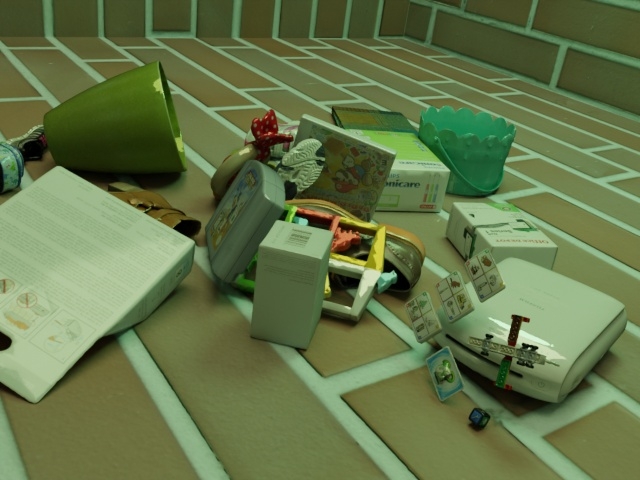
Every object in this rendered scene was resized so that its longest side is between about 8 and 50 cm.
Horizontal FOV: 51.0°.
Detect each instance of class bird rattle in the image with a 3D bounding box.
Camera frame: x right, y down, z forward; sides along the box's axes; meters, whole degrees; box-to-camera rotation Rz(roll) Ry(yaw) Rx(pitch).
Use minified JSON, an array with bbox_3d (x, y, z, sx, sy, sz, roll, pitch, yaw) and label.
[{"bbox_3d":[-0.163,-0.175,1.566,0.207,0.253,0.143,-40,91,-22],"label":"bird rattle"}]

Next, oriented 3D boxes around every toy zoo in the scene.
[{"bbox_3d":[0.001,0.037,1.257,0.293,0.030,0.192,13,63,13],"label":"toy zoo"}]

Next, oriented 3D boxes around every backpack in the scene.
[{"bbox_3d":[-0.714,-0.167,1.499,0.114,0.105,0.084,29,34,26],"label":"backpack"}]

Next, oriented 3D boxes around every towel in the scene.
[{"bbox_3d":[0.186,-0.374,2.233,0.272,0.040,0.370,4,25,-10],"label":"towel"}]

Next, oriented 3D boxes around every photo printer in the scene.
[{"bbox_3d":[0.359,0.150,1.170,0.256,0.107,0.308,27,32,33],"label":"photo printer"}]

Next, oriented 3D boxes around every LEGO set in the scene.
[{"bbox_3d":[0.247,0.160,1.051,0.060,0.182,0.244,24,38,-41],"label":"LEGO set"}]

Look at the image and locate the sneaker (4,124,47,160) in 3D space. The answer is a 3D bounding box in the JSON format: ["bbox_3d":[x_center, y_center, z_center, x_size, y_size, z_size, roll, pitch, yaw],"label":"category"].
[{"bbox_3d":[-0.716,-0.241,1.692,0.075,0.063,0.170,18,33,19],"label":"sneaker"}]

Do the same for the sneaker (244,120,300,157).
[{"bbox_3d":[-0.102,-0.284,1.900,0.252,0.102,0.111,-19,36,-41],"label":"sneaker"}]

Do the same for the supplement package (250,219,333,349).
[{"bbox_3d":[-0.049,0.074,1.126,0.105,0.179,0.105,12,27,7],"label":"supplement package"}]

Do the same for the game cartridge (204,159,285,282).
[{"bbox_3d":[-0.148,-0.054,1.298,0.062,0.198,0.297,26,11,-19],"label":"game cartridge"}]

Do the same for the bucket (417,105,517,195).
[{"bbox_3d":[0.399,-0.253,1.891,0.281,0.183,0.281,6,27,-3],"label":"bucket"}]

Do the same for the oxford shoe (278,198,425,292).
[{"bbox_3d":[0.025,0.013,1.332,0.364,0.129,0.132,12,33,8],"label":"oxford shoe"}]

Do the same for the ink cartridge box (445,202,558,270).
[{"bbox_3d":[0.397,0.002,1.488,0.160,0.092,0.219,0,27,-14],"label":"ink cartridge box"}]

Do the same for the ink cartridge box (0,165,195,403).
[{"bbox_3d":[-0.442,0.067,1.106,0.308,0.091,0.385,29,48,10],"label":"ink cartridge box"}]

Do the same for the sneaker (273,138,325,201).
[{"bbox_3d":[-0.093,-0.136,1.520,0.094,0.234,0.153,27,3,-30],"label":"sneaker"}]

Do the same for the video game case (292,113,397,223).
[{"bbox_3d":[0.036,-0.154,1.528,0.227,0.206,0.026,23,34,6],"label":"video game case"}]

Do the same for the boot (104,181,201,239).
[{"bbox_3d":[-0.397,-0.025,1.334,0.220,0.109,0.283,25,24,22],"label":"boot"}]

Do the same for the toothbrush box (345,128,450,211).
[{"bbox_3d":[0.186,-0.189,1.773,0.206,0.122,0.283,1,27,-15],"label":"toothbrush box"}]

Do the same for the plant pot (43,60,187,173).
[{"bbox_3d":[-0.503,-0.272,1.634,0.294,0.274,0.274,-13,30,-6],"label":"plant pot"}]
